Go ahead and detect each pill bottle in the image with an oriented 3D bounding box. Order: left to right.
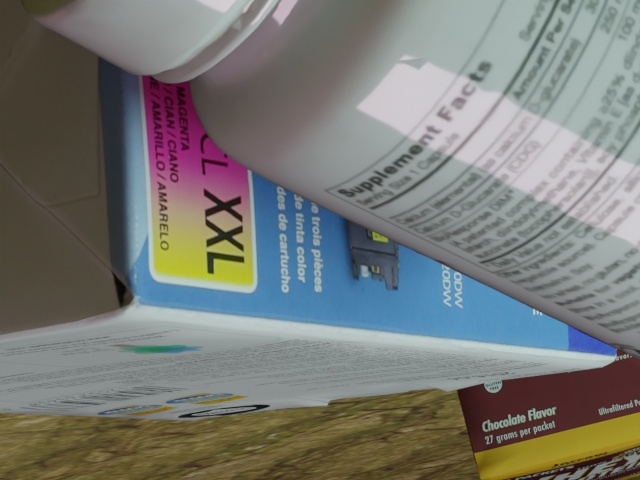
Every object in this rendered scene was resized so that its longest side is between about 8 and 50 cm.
[{"bbox_3d":[0.058,-0.071,0.634,0.283,0.160,0.160,26,147,-25],"label":"pill bottle"}]

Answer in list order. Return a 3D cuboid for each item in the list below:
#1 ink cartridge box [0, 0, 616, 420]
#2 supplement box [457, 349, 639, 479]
[{"bbox_3d":[-0.051,-0.004,0.870,0.270,0.151,0.395,-11,166,36],"label":"ink cartridge box"},{"bbox_3d":[0.151,0.068,1.317,0.129,0.191,0.194,-15,164,4],"label":"supplement box"}]
